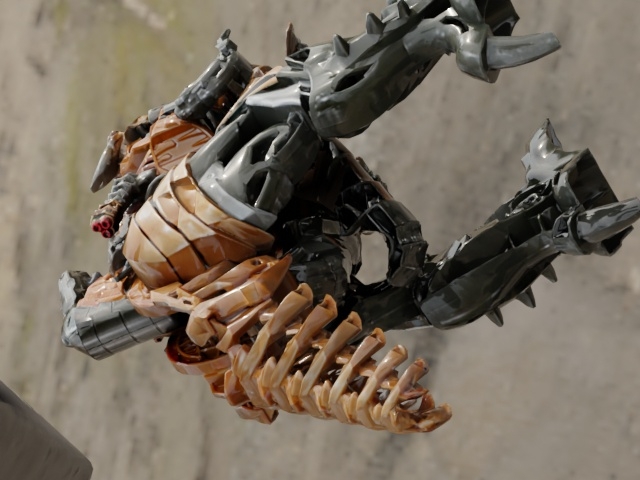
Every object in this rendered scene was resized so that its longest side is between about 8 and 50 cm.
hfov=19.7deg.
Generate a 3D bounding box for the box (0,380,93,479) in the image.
[{"bbox_3d":[-0.248,0.043,0.550,0.183,0.296,0.294,-56,-7,-9],"label":"box"}]

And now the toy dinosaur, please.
[{"bbox_3d":[0.000,0.000,0.719,0.218,0.164,0.322,-31,44,-1],"label":"toy dinosaur"}]
